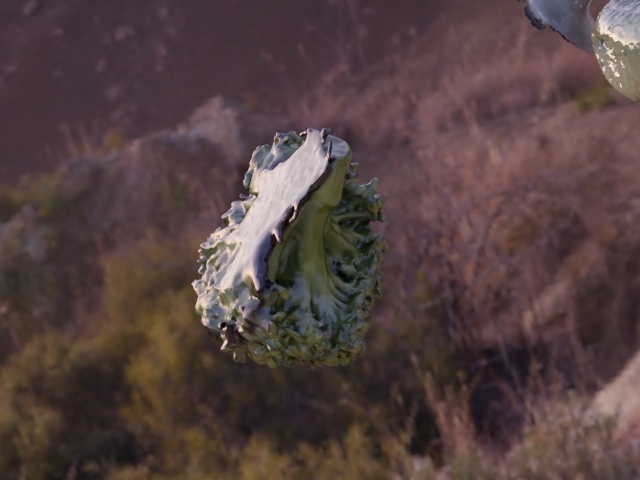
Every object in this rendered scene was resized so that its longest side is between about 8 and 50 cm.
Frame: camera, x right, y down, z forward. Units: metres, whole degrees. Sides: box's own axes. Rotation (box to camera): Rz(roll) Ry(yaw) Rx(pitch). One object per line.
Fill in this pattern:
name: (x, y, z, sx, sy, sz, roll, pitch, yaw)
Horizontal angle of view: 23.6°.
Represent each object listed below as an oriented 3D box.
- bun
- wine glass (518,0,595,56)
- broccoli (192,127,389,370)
bun: (0.340, -0.184, 1.320, 0.221, 0.108, 0.221, -22, 17, 7)
wine glass: (0.350, -0.330, 1.578, 0.321, 0.143, 0.143, -39, 4, 34)
broccoli: (0.005, 0.012, 1.531, 0.273, 0.180, 0.242, -45, 30, 37)
